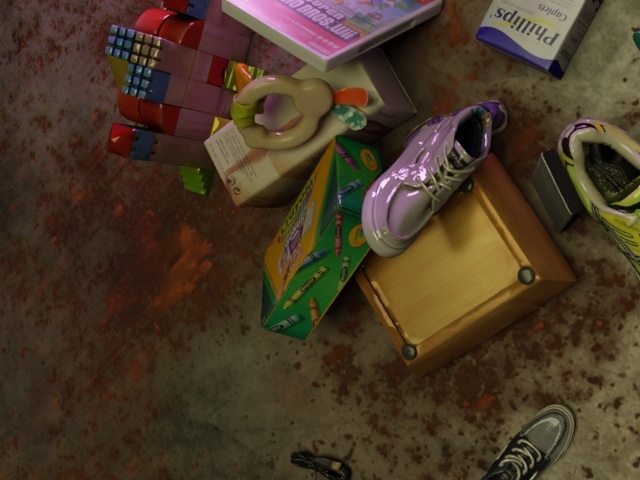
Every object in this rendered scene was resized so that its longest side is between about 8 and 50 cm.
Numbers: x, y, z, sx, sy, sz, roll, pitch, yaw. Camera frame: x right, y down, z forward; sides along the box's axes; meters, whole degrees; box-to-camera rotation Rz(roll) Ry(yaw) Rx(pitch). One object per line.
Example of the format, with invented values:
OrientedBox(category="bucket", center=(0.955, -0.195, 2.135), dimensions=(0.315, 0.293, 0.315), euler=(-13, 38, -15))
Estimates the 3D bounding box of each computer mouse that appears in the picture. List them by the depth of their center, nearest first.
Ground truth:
OrientedBox(category="computer mouse", center=(-0.008, 0.450, 1.492), dimensions=(0.106, 0.042, 0.193), euler=(5, 86, 23))

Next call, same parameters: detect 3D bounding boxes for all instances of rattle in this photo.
OrientedBox(category="rattle", center=(-0.028, -0.217, 1.343), dimensions=(0.199, 0.143, 0.130), euler=(-18, 114, 11))

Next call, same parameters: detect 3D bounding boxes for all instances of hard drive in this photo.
OrientedBox(category="hard drive", center=(0.329, -0.067, 1.267), dimensions=(0.022, 0.135, 0.094), euler=(-24, 78, 3))

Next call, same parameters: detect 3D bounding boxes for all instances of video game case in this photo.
OrientedBox(category="video game case", center=(0.022, -0.353, 1.359), dimensions=(0.204, 0.285, 0.025), euler=(35, 138, 23))

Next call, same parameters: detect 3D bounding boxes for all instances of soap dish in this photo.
OrientedBox(category="soap dish", center=(0.192, 0.042, 1.345), dimensions=(0.291, 0.118, 0.229), euler=(-37, 74, 24))

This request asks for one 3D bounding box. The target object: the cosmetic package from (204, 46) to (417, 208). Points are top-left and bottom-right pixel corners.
OrientedBox(category="cosmetic package", center=(-0.016, -0.179, 1.437), dimensions=(0.296, 0.153, 0.129), euler=(-34, 76, 25))

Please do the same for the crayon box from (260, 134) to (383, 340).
OrientedBox(category="crayon box", center=(0.000, 0.000, 1.370), dimensions=(0.165, 0.081, 0.278), euler=(-91, 25, -47))

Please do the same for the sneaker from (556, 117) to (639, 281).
OrientedBox(category="sneaker", center=(0.448, -0.009, 1.198), dimensions=(0.385, 0.147, 0.145), euler=(46, 107, 19))

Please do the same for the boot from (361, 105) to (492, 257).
OrientedBox(category="boot", center=(0.150, -0.091, 1.230), dimensions=(0.095, 0.258, 0.123), euler=(41, 140, -14))

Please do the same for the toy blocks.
OrientedBox(category="toy blocks", center=(-0.245, -0.275, 1.492), dimensions=(0.191, 0.261, 0.381), euler=(20, 99, 26))

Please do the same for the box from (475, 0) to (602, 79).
OrientedBox(category="box", center=(0.316, -0.323, 1.308), dimensions=(0.126, 0.072, 0.137), euler=(32, 104, 24))

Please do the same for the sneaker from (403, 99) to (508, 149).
OrientedBox(category="sneaker", center=(0.197, -0.172, 1.370), dimensions=(0.170, 0.071, 0.068), euler=(-25, 78, 26))

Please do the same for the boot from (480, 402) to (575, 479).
OrientedBox(category="boot", center=(0.294, 0.319, 1.309), dimensions=(0.069, 0.086, 0.190), euler=(39, 107, 22))

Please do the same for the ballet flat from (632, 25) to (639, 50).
OrientedBox(category="ballet flat", center=(0.499, -0.238, 1.234), dimensions=(0.052, 0.057, 0.168), euler=(-37, 76, -7))
